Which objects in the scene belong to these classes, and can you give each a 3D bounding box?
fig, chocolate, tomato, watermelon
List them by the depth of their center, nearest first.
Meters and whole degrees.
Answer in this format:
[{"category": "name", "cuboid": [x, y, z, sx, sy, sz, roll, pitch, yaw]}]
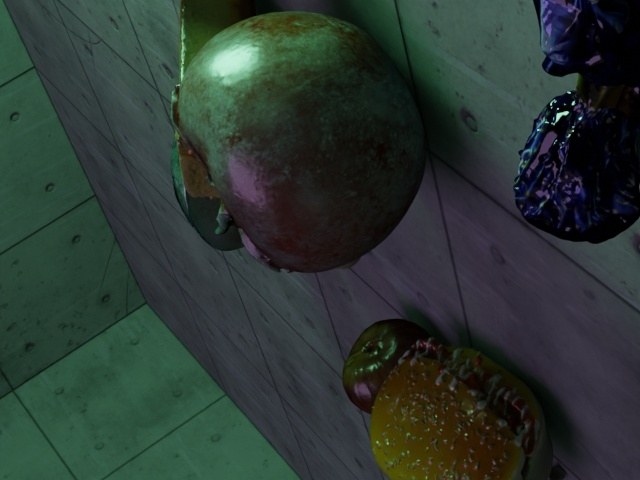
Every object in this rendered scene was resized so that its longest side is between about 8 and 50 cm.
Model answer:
[{"category": "chocolate", "cuboid": [0.239, -0.137, 1.159, 0.148, 0.126, 0.343, 11, 148, 10]}, {"category": "tomato", "cuboid": [-0.026, -0.118, 1.646, 0.316, 0.283, 0.316, 58, 178, 3]}, {"category": "fig", "cuboid": [0.123, 0.197, 2.135, 0.202, 0.148, 0.149, 13, -105, -59]}, {"category": "watermelon", "cuboid": [-0.186, -0.122, 2.312, 0.175, 0.188, 0.321, 33, 147, 46]}]

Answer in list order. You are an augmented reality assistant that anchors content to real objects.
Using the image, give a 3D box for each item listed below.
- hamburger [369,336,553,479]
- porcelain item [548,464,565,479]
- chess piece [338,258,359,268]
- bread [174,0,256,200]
[{"category": "hamburger", "cuboid": [0.187, 0.268, 1.923, 0.295, 0.227, 0.151, 35, 177, 46]}, {"category": "porcelain item", "cuboid": [0.329, 0.347, 1.997, 0.083, 0.036, 0.028, 113, 153, -66]}, {"category": "chess piece", "cuboid": [0.000, 0.000, 2.190, 0.170, 0.094, 0.094, 24, 145, 57]}, {"category": "bread", "cuboid": [-0.139, -0.212, 1.902, 0.184, 0.114, 0.274, 90, -179, -62]}]
